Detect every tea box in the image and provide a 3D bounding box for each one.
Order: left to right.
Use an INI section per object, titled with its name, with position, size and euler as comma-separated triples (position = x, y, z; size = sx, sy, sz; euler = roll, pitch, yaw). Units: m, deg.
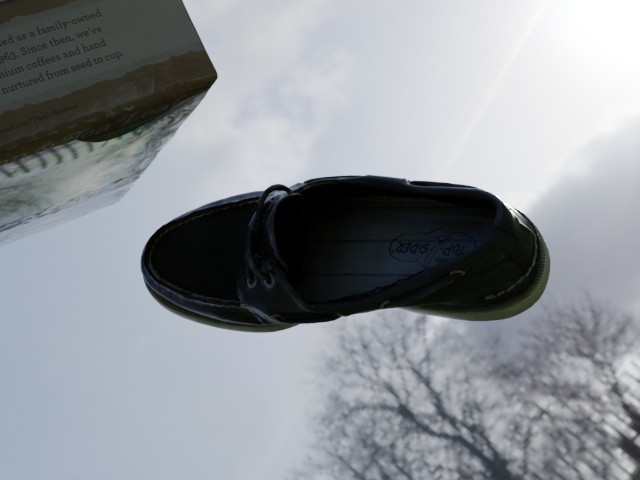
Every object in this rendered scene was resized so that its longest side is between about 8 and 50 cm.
[tea box]
position = -0.304, -0.112, 0.915
size = 0.329, 0.220, 0.323
euler = -23, -5, -25

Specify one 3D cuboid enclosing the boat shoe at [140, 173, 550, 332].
[boat shoe]
position = 0.000, 0.004, 0.938
size = 0.113, 0.340, 0.127
euler = 49, -131, -62
